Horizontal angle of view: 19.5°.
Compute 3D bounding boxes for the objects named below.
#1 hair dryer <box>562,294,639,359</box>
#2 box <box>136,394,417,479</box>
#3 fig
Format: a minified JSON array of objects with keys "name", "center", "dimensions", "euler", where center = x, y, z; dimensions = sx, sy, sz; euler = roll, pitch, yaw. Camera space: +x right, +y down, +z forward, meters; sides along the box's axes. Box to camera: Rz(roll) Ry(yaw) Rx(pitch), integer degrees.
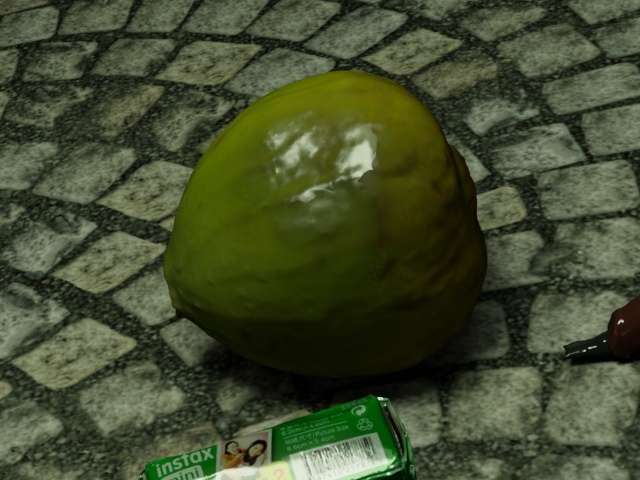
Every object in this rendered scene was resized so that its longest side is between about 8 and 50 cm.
[{"name":"hair dryer","center":[0.375,0.018,1.868],"dimensions":[0.340,0.312,0.123],"euler":[-26,30,18]},{"name":"box","center":[-0.032,0.257,1.703],"dimensions":[0.250,0.180,0.103],"euler":[-15,38,-5]},{"name":"fig","center":[0.000,-0.012,1.970],"dimensions":[0.343,0.343,0.343],"euler":[-9,34,6]}]
